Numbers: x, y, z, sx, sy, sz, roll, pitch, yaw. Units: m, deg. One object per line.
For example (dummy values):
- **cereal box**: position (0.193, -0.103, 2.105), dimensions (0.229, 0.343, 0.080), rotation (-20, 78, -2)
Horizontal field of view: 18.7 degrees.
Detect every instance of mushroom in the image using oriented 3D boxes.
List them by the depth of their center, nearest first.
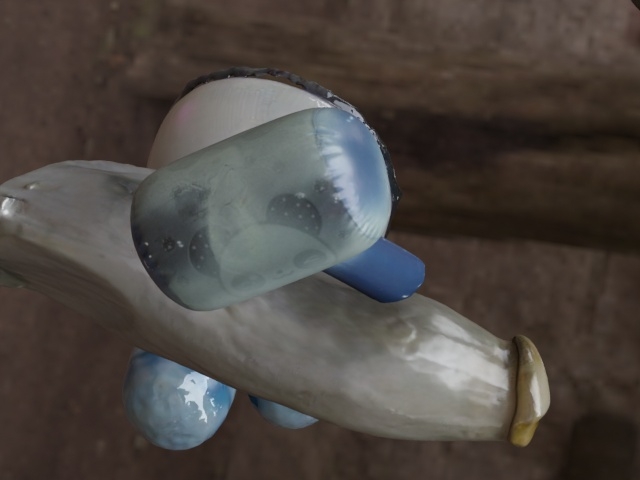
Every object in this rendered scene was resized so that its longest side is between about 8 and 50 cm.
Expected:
- **mushroom**: position (-0.037, 0.040, 1.112), dimensions (0.109, 0.351, 0.097), rotation (-46, 154, -58)

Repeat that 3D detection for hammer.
- **hammer**: position (0.000, 0.000, 0.900), dimensions (0.194, 0.116, 0.070), rotation (27, 44, -62)

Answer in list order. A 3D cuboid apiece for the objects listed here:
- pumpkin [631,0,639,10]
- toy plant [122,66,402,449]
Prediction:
- **pumpkin**: position (0.290, -0.203, 1.401), dimensions (0.254, 0.149, 0.130), rotation (105, -14, -48)
- **toy plant**: position (-0.083, 0.040, 1.605), dimensions (0.332, 0.247, 0.247), rotation (-65, 161, -48)
